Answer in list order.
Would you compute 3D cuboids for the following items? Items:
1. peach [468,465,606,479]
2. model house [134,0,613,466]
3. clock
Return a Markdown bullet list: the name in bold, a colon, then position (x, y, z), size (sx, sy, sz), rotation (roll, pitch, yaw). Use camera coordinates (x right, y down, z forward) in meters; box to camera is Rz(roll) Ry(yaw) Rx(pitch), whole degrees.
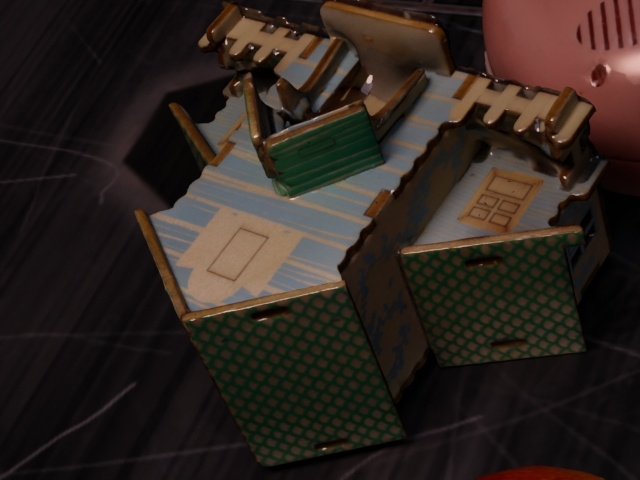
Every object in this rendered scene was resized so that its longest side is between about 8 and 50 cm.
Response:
- **peach**: position (0.078, 0.169, 0.691), size (0.118, 0.151, 0.151), rotation (11, 36, -30)
- **model house**: position (0.000, 0.000, 0.825), size (0.271, 0.178, 0.206), rotation (21, 61, 30)
- **clock**: position (0.203, -0.135, 0.892), size (0.227, 0.142, 0.241), rotation (-13, 50, 10)
